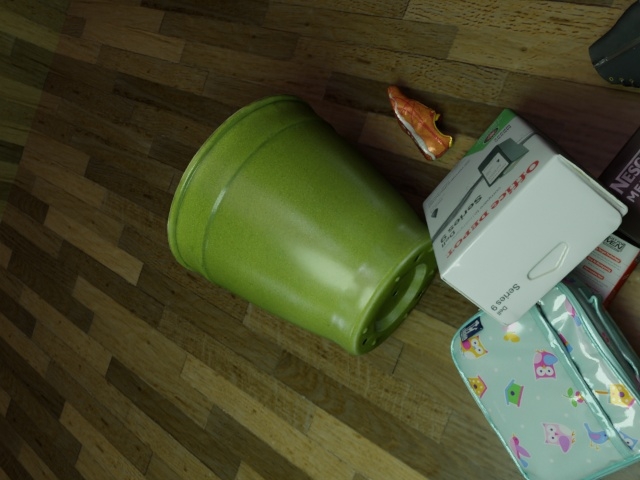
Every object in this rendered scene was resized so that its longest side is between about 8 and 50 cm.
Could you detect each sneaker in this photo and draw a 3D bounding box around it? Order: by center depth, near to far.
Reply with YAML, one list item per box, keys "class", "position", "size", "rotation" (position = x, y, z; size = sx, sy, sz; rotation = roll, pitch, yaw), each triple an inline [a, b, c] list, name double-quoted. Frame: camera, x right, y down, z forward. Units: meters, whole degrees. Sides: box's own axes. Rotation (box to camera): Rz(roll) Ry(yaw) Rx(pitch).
- class: "sneaker"
  position: [0.488, -0.230, 0.898]
  size: [0.118, 0.083, 0.222]
  rotation: [-45, 66, 49]
- class: "sneaker"
  position: [0.177, -0.218, 1.137]
  size: [0.067, 0.064, 0.175]
  rotation: [-35, 66, 5]

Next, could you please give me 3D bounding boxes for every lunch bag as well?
- class: "lunch bag"
  position: [0.325, 0.187, 0.878]
  size: [0.224, 0.108, 0.279]
  rotation: [-46, 64, 37]

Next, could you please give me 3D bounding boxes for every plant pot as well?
- class: "plant pot"
  position: [0.000, 0.000, 1.070]
  size: [0.353, 0.366, 0.366]
  rotation: [37, 104, 23]

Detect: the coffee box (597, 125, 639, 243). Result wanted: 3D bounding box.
- class: "coffee box"
  position: [0.514, -0.023, 0.801]
  size: [0.297, 0.119, 0.168]
  rotation: [45, 110, 34]

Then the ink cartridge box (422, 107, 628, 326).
- class: "ink cartridge box"
  position: [0.264, -0.047, 0.886]
  size: [0.121, 0.289, 0.211]
  rotation: [36, 110, -10]

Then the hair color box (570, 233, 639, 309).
- class: "hair color box"
  position: [0.398, 0.057, 0.922]
  size: [0.072, 0.043, 0.141]
  rotation: [39, 107, 35]
